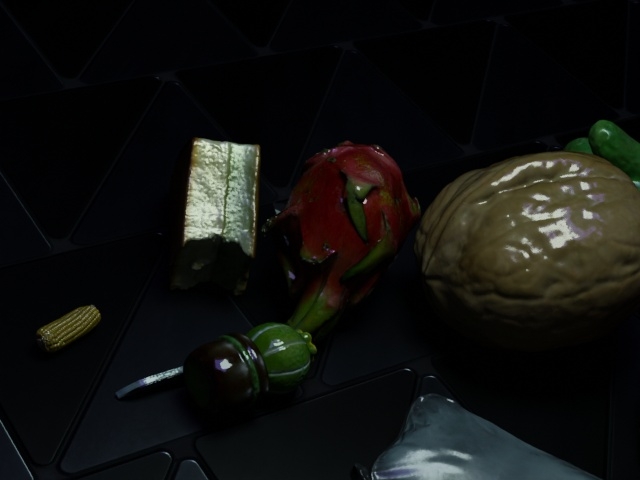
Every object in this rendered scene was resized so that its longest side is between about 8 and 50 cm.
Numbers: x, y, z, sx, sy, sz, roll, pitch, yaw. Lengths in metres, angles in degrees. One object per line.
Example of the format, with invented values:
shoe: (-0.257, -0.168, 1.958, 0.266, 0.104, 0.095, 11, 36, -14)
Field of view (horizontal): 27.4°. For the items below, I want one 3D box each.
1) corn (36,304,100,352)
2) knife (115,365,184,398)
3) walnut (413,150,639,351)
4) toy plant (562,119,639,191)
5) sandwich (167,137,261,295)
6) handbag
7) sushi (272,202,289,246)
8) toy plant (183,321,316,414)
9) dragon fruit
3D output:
corn: (-0.307, 0.107, 1.601, 0.037, 0.037, 0.092, 34, 44, 24)
knife: (-0.151, 0.155, 1.598, 0.210, 0.028, 0.015, -17, 79, -33)
walnut: (0.279, 0.017, 1.719, 0.313, 0.252, 0.277, -13, 55, -13)
toy plant: (0.505, -0.060, 1.931, 0.356, 0.211, 0.317, 9, 38, 15)
sandwich: (-0.150, -0.018, 1.756, 0.108, 0.220, 0.186, 7, 75, -13)
handbag: (0.209, 0.298, 1.501, 0.332, 0.075, 0.191, 28, 43, 12)
sushi: (0.000, 0.000, 1.840, 0.126, 0.026, 0.120, 4, 40, -23)
toy plant: (-0.078, 0.149, 1.575, 0.162, 0.093, 0.093, -17, 47, -33)
dragon fruit: (0.016, -0.004, 1.719, 0.198, 0.269, 0.200, 26, 6, -17)
